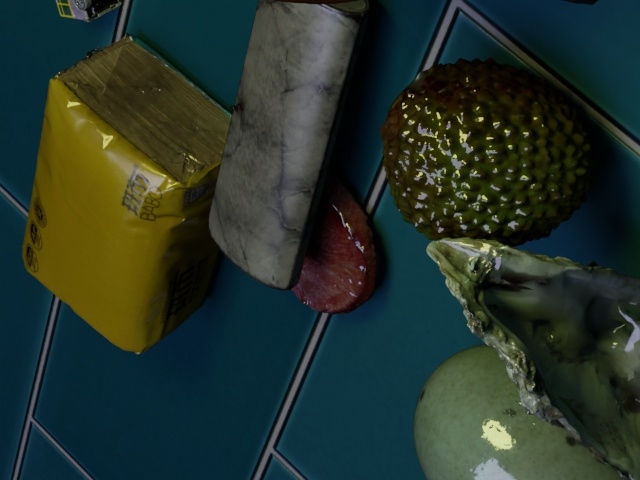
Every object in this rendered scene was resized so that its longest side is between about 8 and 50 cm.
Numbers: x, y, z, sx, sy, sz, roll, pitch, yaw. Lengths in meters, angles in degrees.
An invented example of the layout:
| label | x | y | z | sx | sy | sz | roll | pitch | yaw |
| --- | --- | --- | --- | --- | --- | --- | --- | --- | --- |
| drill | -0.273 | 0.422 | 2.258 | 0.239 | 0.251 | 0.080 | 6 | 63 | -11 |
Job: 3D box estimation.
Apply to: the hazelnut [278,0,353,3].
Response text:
| label | x | y | z | sx | sy | sz | roll | pitch | yaw |
| --- | --- | --- | --- | --- | --- | --- | --- | --- | --- |
| hazelnut | -0.018 | -0.361 | 1.225 | 0.409 | 0.359 | 0.359 | 50 | 145 | -16 |

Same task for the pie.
| label | x | y | z | sx | sy | sz | roll | pitch | yaw |
| --- | --- | --- | --- | --- | --- | --- | --- | --- | --- |
| pie | 0.000 | 0.000 | 1.712 | 0.154 | 0.036 | 0.154 | 28 | 133 | 35 |

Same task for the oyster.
| label | x | y | z | sx | sy | sz | roll | pitch | yaw |
| --- | --- | --- | --- | --- | --- | --- | --- | --- | --- |
| oyster | 0.206 | 0.098 | 1.420 | 0.087 | 0.252 | 0.199 | -161 | 72 | -65 |

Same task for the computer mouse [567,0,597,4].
| label | x | y | z | sx | sy | sz | roll | pitch | yaw |
| --- | --- | --- | --- | --- | --- | --- | --- | --- | --- |
| computer mouse | 0.222 | -0.271 | 1.194 | 0.086 | 0.137 | 0.270 | 36 | 137 | 34 |

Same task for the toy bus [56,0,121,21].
| label | x | y | z | sx | sy | sz | roll | pitch | yaw |
| --- | --- | --- | --- | --- | --- | --- | --- | --- | --- |
| toy bus | -0.239 | -0.272 | 1.767 | 0.058 | 0.052 | 0.102 | 13 | 127 | 41 |

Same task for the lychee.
| label | x | y | z | sx | sy | sz | roll | pitch | yaw |
| --- | --- | --- | --- | --- | --- | --- | --- | --- | --- |
| lychee | 0.134 | -0.064 | 1.427 | 0.171 | 0.171 | 0.171 | 27 | 134 | 33 |

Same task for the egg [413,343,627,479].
| label | x | y | z | sx | sy | sz | roll | pitch | yaw |
| --- | --- | --- | --- | --- | --- | --- | --- | --- | --- |
| egg | 0.185 | 0.189 | 1.538 | 0.236 | 0.169 | 0.169 | 45 | 141 | 17 |

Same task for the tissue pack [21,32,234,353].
| label | x | y | z | sx | sy | sz | roll | pitch | yaw |
| --- | --- | --- | --- | --- | --- | --- | --- | --- | --- |
| tissue pack | -0.193 | -0.041 | 1.813 | 0.192 | 0.134 | 0.271 | 40 | 140 | 20 |

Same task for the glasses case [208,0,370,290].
| label | x | y | z | sx | sy | sz | roll | pitch | yaw |
| --- | --- | --- | --- | --- | --- | --- | --- | --- | --- |
| glasses case | -0.029 | -0.102 | 1.616 | 0.114 | 0.060 | 0.299 | 40 | 132 | 32 |
